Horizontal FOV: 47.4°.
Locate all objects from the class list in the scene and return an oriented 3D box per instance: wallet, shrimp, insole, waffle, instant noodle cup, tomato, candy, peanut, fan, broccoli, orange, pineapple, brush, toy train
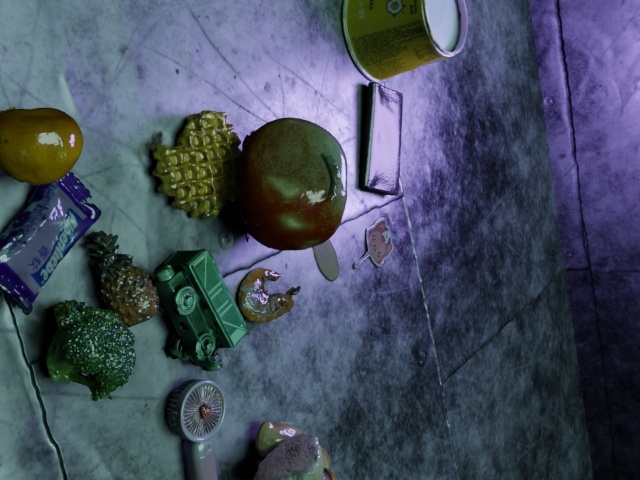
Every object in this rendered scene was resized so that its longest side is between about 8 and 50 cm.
[{"bbox_3d":[0.182,-0.298,2.165,0.170,0.044,0.321,7,86,-50],"label":"wallet"},{"bbox_3d":[-0.122,0.129,1.762,0.187,0.052,0.132,-11,97,-48],"label":"shrimp"},{"bbox_3d":[0.000,0.000,1.956,0.086,0.005,0.253,-42,120,-44],"label":"insole"},{"bbox_3d":[-0.259,-0.177,1.601,0.249,0.056,0.253,32,66,-48],"label":"waffle"},{"bbox_3d":[0.254,-0.633,2.100,0.326,0.254,0.325,2,88,-50],"label":"instant noodle cup"},{"bbox_3d":[-0.056,-0.119,1.659,0.303,0.239,0.303,-1,90,-82],"label":"tomato"},{"bbox_3d":[-0.497,-0.006,1.291,0.145,0.070,0.275,60,42,-40],"label":"candy"},{"bbox_3d":[-0.066,0.518,1.778,0.263,0.101,0.117,51,38,-37],"label":"peanut"},{"bbox_3d":[0.155,0.024,2.144,0.220,0.009,0.132,-40,118,-45],"label":"fan"},{"bbox_3d":[-0.417,0.193,1.312,0.195,0.156,0.195,160,-90,-87],"label":"broccoli"},{"bbox_3d":[-0.259,0.419,1.565,0.130,0.074,0.244,-14,100,-51],"label":"fan"},{"bbox_3d":[-0.489,-0.163,1.246,0.157,0.157,0.134,1,98,-51],"label":"orange"},{"bbox_3d":[-0.387,0.068,1.402,0.108,0.108,0.197,-38,109,-45],"label":"pineapple"},{"bbox_3d":[-0.090,0.570,1.649,0.174,0.267,0.166,-90,155,-68],"label":"brush"},{"bbox_3d":[-0.268,0.148,1.540,0.154,0.115,0.269,-54,128,-48],"label":"toy train"}]
